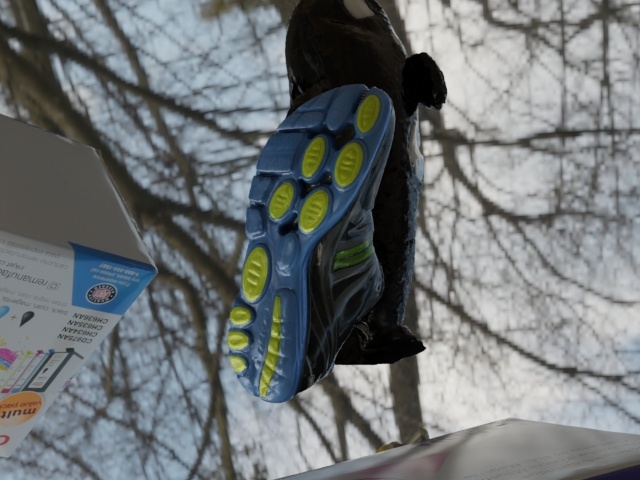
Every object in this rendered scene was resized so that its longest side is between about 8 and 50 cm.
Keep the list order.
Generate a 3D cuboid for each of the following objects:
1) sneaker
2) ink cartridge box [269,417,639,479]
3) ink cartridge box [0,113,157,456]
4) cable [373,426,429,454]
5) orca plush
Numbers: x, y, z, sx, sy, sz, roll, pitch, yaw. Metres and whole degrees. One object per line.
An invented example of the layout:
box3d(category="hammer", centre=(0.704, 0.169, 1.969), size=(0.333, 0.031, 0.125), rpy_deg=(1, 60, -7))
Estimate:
box3d(category="sneaker", centre=(0.000, 0.000, 0.733), size=(0.067, 0.188, 0.078), rpy_deg=(26, -160, 32))
box3d(category="ink cartridge box", centre=(0.091, 0.187, 0.854), size=(0.324, 0.071, 0.330), rpy_deg=(-9, 180, -27))
box3d(category="ink cartridge box", centre=(-0.285, 0.035, 1.059), size=(0.171, 0.232, 0.168), rpy_deg=(18, -150, -45))
box3d(category="cable", centre=(0.004, 0.275, 1.108), size=(0.287, 0.139, 0.072), rpy_deg=(-29, -157, 12))
box3d(category="orca plush", centre=(-0.001, -0.057, 0.908), size=(0.151, 0.287, 0.102), rpy_deg=(-3, 168, 43))
